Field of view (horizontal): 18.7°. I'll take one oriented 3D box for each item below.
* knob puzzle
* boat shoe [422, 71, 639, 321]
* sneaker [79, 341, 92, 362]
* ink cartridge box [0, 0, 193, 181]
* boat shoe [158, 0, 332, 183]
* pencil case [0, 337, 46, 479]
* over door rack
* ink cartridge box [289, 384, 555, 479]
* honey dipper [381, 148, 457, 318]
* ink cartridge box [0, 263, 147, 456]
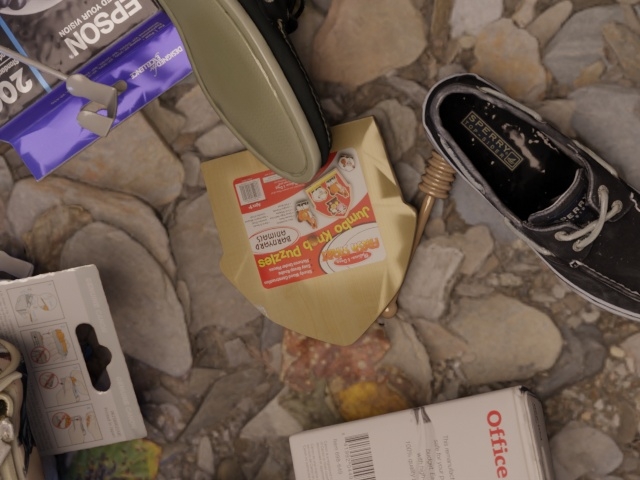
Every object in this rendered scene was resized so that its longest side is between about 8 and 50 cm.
[{"bbox_3d":[0.000,0.000,1.749,0.213,0.030,0.213,3,100,16],"label":"knob puzzle"},{"bbox_3d":[0.211,-0.033,1.652,0.301,0.102,0.108,43,96,-3],"label":"boat shoe"},{"bbox_3d":[-0.281,0.106,1.819,0.135,0.052,0.058,-13,91,13],"label":"sneaker"},{"bbox_3d":[-0.245,-0.190,1.771,0.206,0.045,0.208,-35,92,15],"label":"ink cartridge box"},{"bbox_3d":[-0.073,-0.212,1.699,0.340,0.113,0.127,53,149,9],"label":"boat shoe"},{"bbox_3d":[-0.285,0.289,1.710,0.183,0.160,0.410,13,124,54],"label":"pencil case"},{"bbox_3d":[-0.354,-0.115,1.745,0.324,0.108,0.239,30,123,0],"label":"over door rack"},{"bbox_3d":[0.098,0.228,1.712,0.218,0.092,0.158,-13,75,15],"label":"ink cartridge box"},{"bbox_3d":[0.085,-0.003,1.734,0.030,0.030,0.160,22,104,8],"label":"honey dipper"},{"bbox_3d":[-0.292,0.115,1.772,0.232,0.066,0.189,-14,115,1],"label":"ink cartridge box"}]
